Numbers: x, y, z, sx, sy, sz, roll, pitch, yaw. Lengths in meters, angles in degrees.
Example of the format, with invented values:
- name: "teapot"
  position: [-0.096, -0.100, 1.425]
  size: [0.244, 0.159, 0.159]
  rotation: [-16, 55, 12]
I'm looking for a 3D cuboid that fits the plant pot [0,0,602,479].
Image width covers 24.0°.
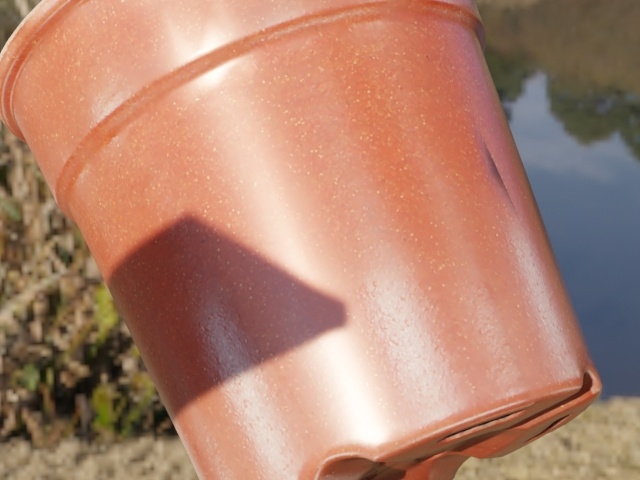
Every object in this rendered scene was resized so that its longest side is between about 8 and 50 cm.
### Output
- name: "plant pot"
  position: [0.000, 0.000, 0.782]
  size: [0.272, 0.265, 0.272]
  rotation: [-20, -17, -6]
